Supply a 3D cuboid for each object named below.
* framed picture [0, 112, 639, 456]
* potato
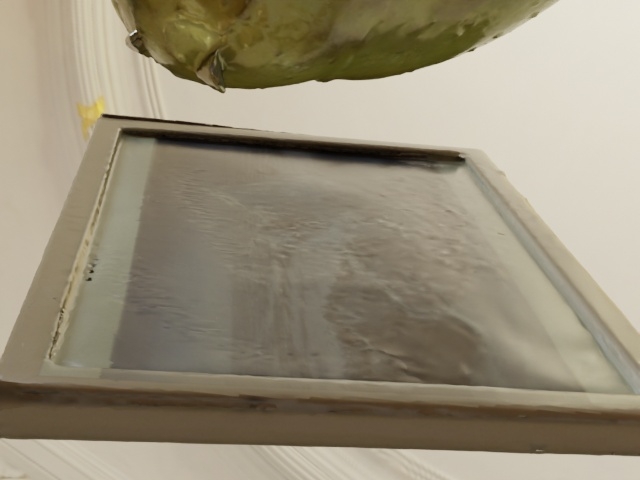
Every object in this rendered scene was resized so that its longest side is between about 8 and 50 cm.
[{"bbox_3d":[0.000,0.000,0.655,0.326,0.446,0.028,3,-69,-8],"label":"framed picture"},{"bbox_3d":[0.028,-0.153,0.400,0.248,0.143,0.169,-22,-89,-1],"label":"potato"}]
